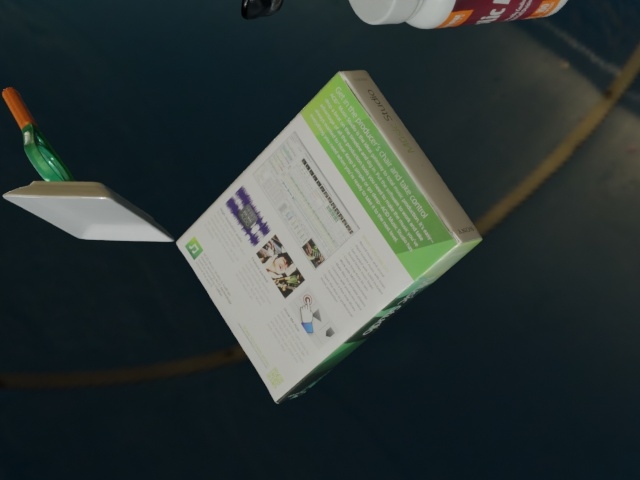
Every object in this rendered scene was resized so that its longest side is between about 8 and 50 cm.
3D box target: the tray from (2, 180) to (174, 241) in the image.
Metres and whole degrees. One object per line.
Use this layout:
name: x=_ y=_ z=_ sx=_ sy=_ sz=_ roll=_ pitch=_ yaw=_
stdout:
tray: x=-0.298 y=-0.039 z=1.831 sx=0.145 sy=0.270 sz=0.030 roll=1 pitch=-101 yaw=12

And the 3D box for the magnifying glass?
magnifying glass: x=-0.414 y=-0.146 z=2.017 sx=0.026 sy=0.092 sz=0.231 roll=-38 pitch=-128 yaw=6

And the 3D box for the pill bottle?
pill bottle: x=0.254 y=-0.503 z=2.527 sx=0.392 sy=0.224 sz=0.224 roll=-11 pitch=-151 yaw=-28

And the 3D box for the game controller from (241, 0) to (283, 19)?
game controller: x=-0.077 y=-0.531 z=2.348 sx=0.067 sy=0.319 sz=0.166 roll=18 pitch=-164 yaw=14

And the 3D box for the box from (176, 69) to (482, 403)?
box: x=0.000 y=0.000 z=1.538 sx=0.058 sy=0.232 sz=0.322 roll=-14 pitch=156 yaw=-52
